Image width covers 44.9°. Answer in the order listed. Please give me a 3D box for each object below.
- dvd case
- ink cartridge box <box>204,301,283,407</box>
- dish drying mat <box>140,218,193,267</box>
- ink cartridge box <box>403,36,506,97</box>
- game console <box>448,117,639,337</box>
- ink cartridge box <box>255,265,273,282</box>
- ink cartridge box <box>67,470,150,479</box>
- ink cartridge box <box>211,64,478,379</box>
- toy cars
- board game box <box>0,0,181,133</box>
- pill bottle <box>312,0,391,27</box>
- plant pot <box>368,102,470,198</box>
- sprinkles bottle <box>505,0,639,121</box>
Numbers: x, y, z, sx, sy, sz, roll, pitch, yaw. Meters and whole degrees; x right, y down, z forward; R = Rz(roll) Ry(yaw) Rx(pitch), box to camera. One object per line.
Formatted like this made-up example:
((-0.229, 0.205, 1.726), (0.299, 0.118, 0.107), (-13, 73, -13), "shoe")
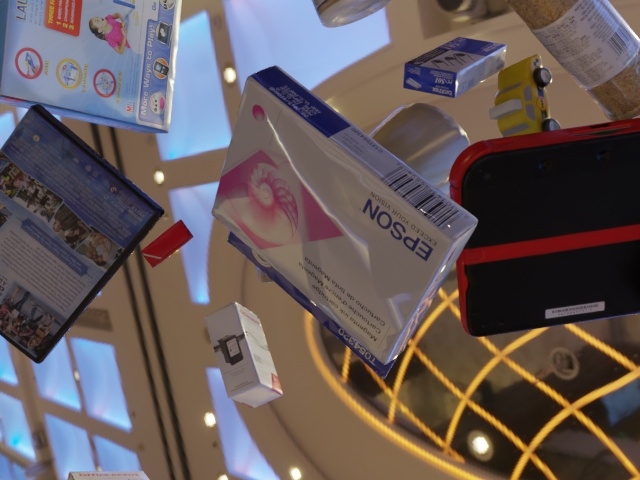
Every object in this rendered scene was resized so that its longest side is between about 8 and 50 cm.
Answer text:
((-0.318, 0.000, 0.874), (0.180, 0.022, 0.253), (40, -73, -7), "dvd case")
((-0.128, 0.193, 1.301), (0.063, 0.109, 0.151), (-26, -117, 8), "ink cartridge box")
((-0.220, 0.005, 1.109), (0.083, 0.008, 0.032), (-35, -90, 22), "dish drying mat")
((0.232, -0.298, 1.323), (0.097, 0.207, 0.046), (18, -57, 29), "ink cartridge box")
((0.416, -0.018, 1.297), (0.060, 0.386, 0.342), (-98, 180, -67), "game console")
((-0.011, -0.012, 1.416), (0.193, 0.234, 0.088), (-118, -157, -64), "ink cartridge box")
((-0.387, 0.518, 1.472), (0.218, 0.158, 0.092), (9, -90, 60), "ink cartridge box")
((0.000, 0.000, 0.997), (0.324, 0.071, 0.330), (39, -45, 18), "ink cartridge box")
((0.323, -0.143, 1.419), (0.176, 0.087, 0.394), (49, -48, 45), "toy cars")
((-0.349, -0.335, 1.155), (0.086, 0.302, 0.308), (6, -90, 36), "board game box")
((0.019, -0.399, 1.057), (0.112, 0.112, 0.187), (-19, -87, 53), "pill bottle")
((0.164, -0.141, 1.737), (0.256, 0.274, 0.257), (24, -49, 31), "plant pot")
((0.409, -0.347, 1.245), (0.355, 0.121, 0.121), (41, -33, -19), "sprinkles bottle")
